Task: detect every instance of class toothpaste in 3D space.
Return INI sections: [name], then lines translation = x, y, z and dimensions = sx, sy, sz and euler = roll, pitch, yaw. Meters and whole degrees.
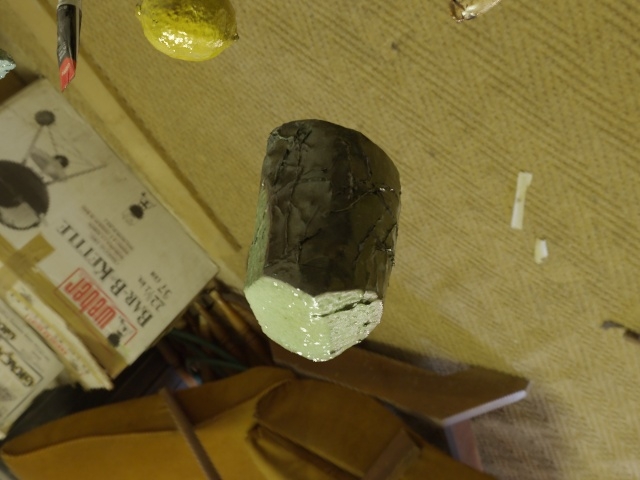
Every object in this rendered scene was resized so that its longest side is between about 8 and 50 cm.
[toothpaste]
translation = -0.467, -0.375, 1.251
dimensions = 0.045, 0.194, 0.071
euler = 8, 160, -38

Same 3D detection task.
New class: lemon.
[lemon]
translation = -0.397, -0.678, 2.038
dimensions = 0.268, 0.321, 0.269
euler = -10, 78, 59

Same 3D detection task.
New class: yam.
[yam]
translation = 0.005, 0.002, 0.892
dimensions = 0.201, 0.271, 0.203
euler = 3, 142, 22

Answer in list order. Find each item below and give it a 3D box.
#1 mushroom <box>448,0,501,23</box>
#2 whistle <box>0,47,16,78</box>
[mushroom]
translation = 0.337, -0.515, 1.067
dimensions = 0.232, 0.208, 0.302
euler = 14, 126, 27
[whistle]
translation = -0.605, -0.243, 1.108
dimensions = 0.123, 0.223, 0.123
euler = 64, 180, 1
